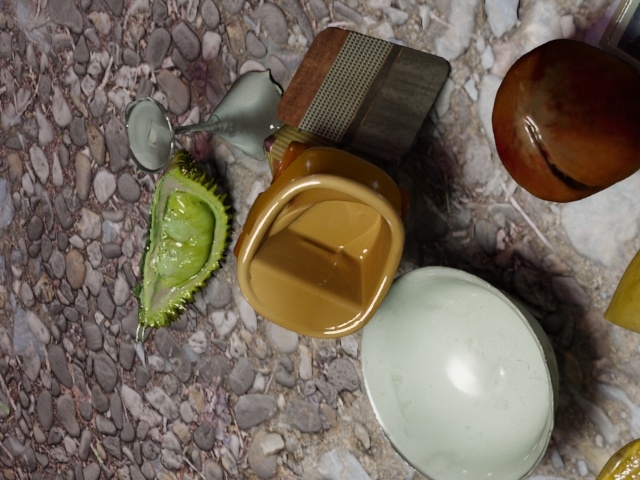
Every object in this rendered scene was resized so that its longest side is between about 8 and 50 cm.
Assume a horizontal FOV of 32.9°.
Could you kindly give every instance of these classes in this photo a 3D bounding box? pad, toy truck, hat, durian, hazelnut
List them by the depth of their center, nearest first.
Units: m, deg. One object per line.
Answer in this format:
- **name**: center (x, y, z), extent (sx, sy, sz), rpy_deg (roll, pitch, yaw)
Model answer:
- **hazelnut**: center (0.284, -0.137, 1.265), extent (0.208, 0.208, 0.208), rpy_deg (14, 110, 41)
- **toy truck**: center (0.000, 0.000, 1.469), extent (0.204, 0.211, 0.288), rpy_deg (25, 119, -7)
- **pad**: center (0.078, -0.291, 1.529), extent (0.250, 0.055, 0.323), rpy_deg (23, 100, 38)
- **hat**: center (-0.047, -0.135, 1.609), extent (0.193, 0.082, 0.193), rpy_deg (-43, 37, 44)
- **durian**: center (-0.255, -0.008, 1.843), extent (0.158, 0.169, 0.351), rpy_deg (37, 126, 30)

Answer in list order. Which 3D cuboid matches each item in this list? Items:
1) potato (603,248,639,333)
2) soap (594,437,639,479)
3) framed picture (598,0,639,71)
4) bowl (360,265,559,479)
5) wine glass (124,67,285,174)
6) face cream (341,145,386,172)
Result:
- **potato**: center (0.432, 0.048, 1.214), extent (0.203, 0.178, 0.158), rpy_deg (-140, 64, -69)
- **soap**: center (0.343, 0.333, 1.211), extent (0.169, 0.304, 0.338), rpy_deg (44, 145, 24)
- **framed picture**: center (0.420, -0.275, 1.229), extent (0.150, 0.015, 0.203), rpy_deg (42, 127, 29)
- **bowl**: center (0.214, 0.174, 1.457), extent (0.313, 0.146, 0.313), rpy_deg (12, 107, 42)
- **wine glass**: center (-0.179, -0.179, 1.680), extent (0.156, 0.232, 0.156), rpy_deg (14, 111, 42)
- **face cream**: center (-0.017, -0.019, 1.681), extent (0.137, 0.084, 0.341), rpy_deg (45, 135, 3)
